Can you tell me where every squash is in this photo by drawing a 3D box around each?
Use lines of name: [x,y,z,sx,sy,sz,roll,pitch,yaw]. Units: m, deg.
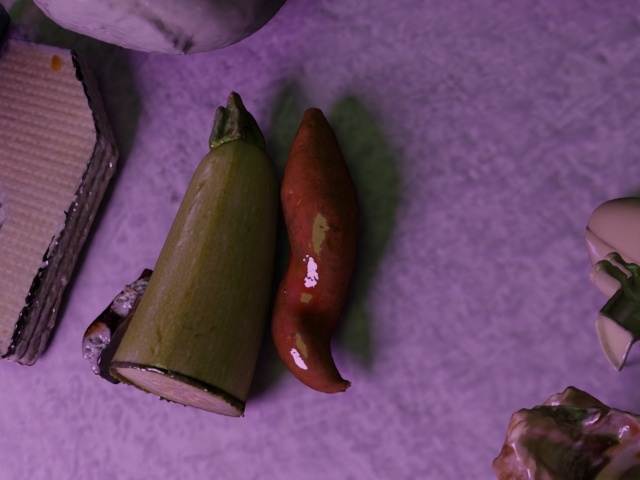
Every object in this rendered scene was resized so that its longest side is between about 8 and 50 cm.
squash: [-0.074,0.001,0.693,0.094,0.094,0.224,1,68,25]

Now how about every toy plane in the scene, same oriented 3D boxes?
toy plane: [0.214,0.030,0.509,0.256,0.242,0.104,-122,42,-54]

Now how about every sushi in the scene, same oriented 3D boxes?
sushi: [-0.135,0.059,0.733,0.083,0.044,0.046,-51,38,-1]

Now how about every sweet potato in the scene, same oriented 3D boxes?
sweet potato: [-0.002,0.000,0.676,0.055,0.058,0.202,2,71,4]

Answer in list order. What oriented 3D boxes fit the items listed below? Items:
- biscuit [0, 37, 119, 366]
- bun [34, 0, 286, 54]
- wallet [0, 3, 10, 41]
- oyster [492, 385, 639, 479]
biscuit: [-0.238,-0.035,0.804,0.147,0.046,0.249,14,80,30]
bun: [-0.148,-0.259,0.743,0.187,0.293,0.293,-29,56,53]
wallet: [-0.320,-0.102,0.746,0.054,0.290,0.251,30,85,2]
oyster: [0.196,0.154,0.515,0.233,0.107,0.161,27,75,13]
